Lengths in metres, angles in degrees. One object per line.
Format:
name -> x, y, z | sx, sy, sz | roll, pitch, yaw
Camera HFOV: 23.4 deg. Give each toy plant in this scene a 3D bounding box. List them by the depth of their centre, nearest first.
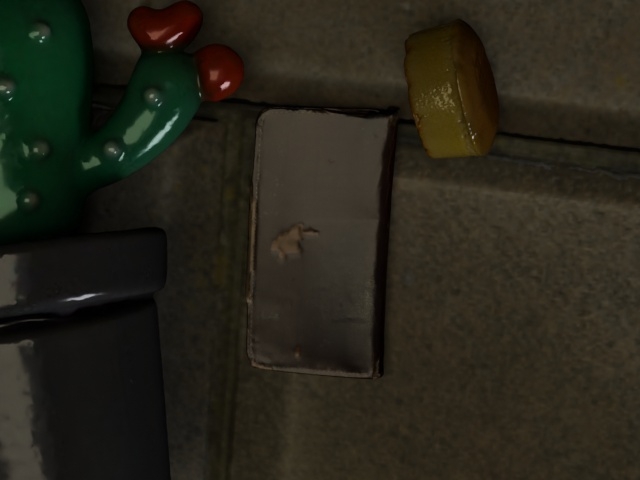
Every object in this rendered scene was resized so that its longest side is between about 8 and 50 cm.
toy plant -> -0.198, -0.011, 0.954 | 0.279, 0.185, 0.400 | -5, 95, 34

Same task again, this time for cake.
cake -> 0.079, -0.089, 0.923 | 0.044, 0.084, 0.084 | -11, 101, 17

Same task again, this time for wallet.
wallet -> 0.000, 0.000, 0.990 | 0.095, 0.026, 0.176 | 3, 105, 5
